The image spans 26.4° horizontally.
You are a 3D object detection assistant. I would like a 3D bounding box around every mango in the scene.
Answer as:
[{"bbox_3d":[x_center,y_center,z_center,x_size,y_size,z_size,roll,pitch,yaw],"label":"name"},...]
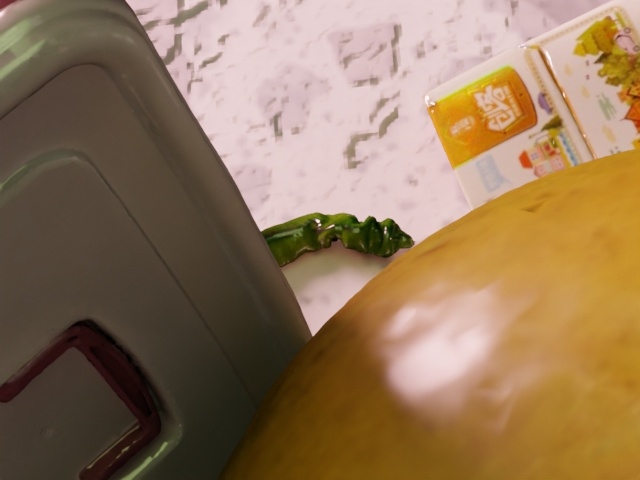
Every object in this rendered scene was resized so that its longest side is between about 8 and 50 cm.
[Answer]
[{"bbox_3d":[0.067,0.158,0.413,0.445,0.220,0.301,-38,68,-6],"label":"mango"}]

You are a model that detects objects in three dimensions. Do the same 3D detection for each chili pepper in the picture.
[{"bbox_3d":[0.000,0.000,0.603,0.083,0.022,0.027,-9,31,5],"label":"chili pepper"}]

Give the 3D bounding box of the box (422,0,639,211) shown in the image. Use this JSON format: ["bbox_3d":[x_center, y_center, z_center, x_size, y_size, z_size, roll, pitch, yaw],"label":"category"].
[{"bbox_3d":[0.164,-0.060,0.575,0.220,0.032,0.122,-26,64,11],"label":"box"}]

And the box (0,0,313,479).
[{"bbox_3d":[-0.131,0.025,0.471,0.193,0.294,0.167,-41,56,-12],"label":"box"}]
